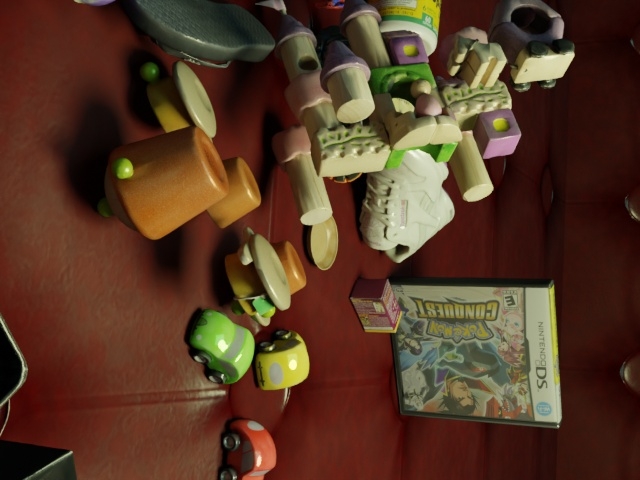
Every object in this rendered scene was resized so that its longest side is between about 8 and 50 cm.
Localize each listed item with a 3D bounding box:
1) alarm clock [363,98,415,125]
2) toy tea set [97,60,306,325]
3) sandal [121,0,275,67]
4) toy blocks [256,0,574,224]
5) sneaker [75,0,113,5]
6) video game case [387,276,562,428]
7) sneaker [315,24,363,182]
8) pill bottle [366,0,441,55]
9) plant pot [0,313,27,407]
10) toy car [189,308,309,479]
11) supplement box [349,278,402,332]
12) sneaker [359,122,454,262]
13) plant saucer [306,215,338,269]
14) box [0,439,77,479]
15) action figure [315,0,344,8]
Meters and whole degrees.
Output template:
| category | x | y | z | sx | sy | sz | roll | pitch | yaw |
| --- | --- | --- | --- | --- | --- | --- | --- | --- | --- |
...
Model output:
| category | x | y | z | sx | sy | sz | roll | pitch | yaw |
| --- | --- | --- | --- | --- | --- | --- | --- | --- | --- |
| alarm clock | 0.107 | -0.185 | 1.417 | 0.129 | 0.064 | 0.192 | 14 | 85 | -54 |
| toy tea set | -0.126 | -0.013 | 0.952 | 0.200 | 0.124 | 0.336 | -101 | 166 | -56 |
| sandal | -0.124 | -0.216 | 0.961 | 0.097 | 0.054 | 0.254 | 51 | 21 | 11 |
| toy blocks | 0.089 | -0.214 | 1.083 | 0.309 | 0.289 | 0.260 | 107 | -28 | -60 |
| sneaker | -0.190 | -0.350 | 0.750 | 0.102 | 0.146 | 0.293 | -35 | 121 | -58 |
| video game case | 0.251 | 0.182 | 1.480 | 0.035 | 0.275 | 0.248 | -37 | 123 | -60 |
| sneaker | 0.022 | -0.190 | 1.261 | 0.087 | 0.083 | 0.221 | -13 | 101 | -84 |
| pill bottle | 0.134 | -0.399 | 1.410 | 0.117 | 0.118 | 0.208 | 30 | 63 | -59 |
| plant pot | -0.316 | 0.057 | 0.496 | 0.187 | 0.167 | 0.188 | -55 | 138 | -48 |
| toy car | -0.084 | 0.165 | 1.070 | 0.225 | 0.053 | 0.239 | 62 | 38 | -43 |
| supplement box | 0.087 | 0.102 | 1.401 | 0.083 | 0.055 | 0.043 | 66 | 35 | -40 |
| sneaker | 0.120 | -0.065 | 1.362 | 0.152 | 0.114 | 0.305 | -48 | 147 | -10 |
| plant saucer | 0.000 | 0.000 | 1.271 | 0.083 | 0.015 | 0.083 | 0 | 90 | -63 |
| box | -0.249 | 0.271 | 0.613 | 0.103 | 0.184 | 0.261 | -28 | 116 | -62 |
| action figure | 0.020 | -0.351 | 1.288 | 0.115 | 0.030 | 0.038 | -32 | 125 | -64 |
